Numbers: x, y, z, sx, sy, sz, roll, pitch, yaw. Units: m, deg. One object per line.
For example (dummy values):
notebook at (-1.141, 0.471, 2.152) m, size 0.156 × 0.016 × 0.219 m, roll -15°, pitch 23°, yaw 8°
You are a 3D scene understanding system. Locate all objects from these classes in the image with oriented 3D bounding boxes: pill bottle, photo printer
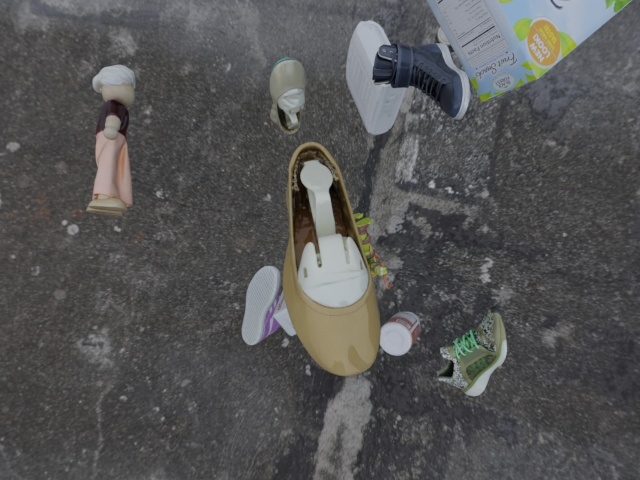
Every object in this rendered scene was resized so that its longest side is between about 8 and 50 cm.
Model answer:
pill bottle at (0.301, 0.335, 1.484) m, size 0.121 × 0.216 × 0.121 m, roll 3°, pitch 96°, yaw 26°
photo printer at (0.177, -0.561, 1.371) m, size 0.107 × 0.256 × 0.307 m, roll -14°, pitch 67°, yaw -11°

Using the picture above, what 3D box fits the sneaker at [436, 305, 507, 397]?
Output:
sneaker at (0.532, 0.403, 1.436) m, size 0.182 × 0.158 × 0.409 m, roll 9°, pitch 119°, yaw -1°

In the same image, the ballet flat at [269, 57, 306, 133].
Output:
ballet flat at (-0.068, -0.309, 0.901) m, size 0.087 × 0.248 × 0.086 m, roll 1°, pitch 82°, yaw -6°

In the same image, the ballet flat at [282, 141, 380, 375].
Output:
ballet flat at (0.000, 0.000, 0.358) m, size 0.080 × 0.073 × 0.232 m, roll -9°, pitch 52°, yaw -7°

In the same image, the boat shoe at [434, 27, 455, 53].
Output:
boat shoe at (0.577, -0.751, 1.443) m, size 0.336 × 0.095 × 0.112 m, roll -9°, pitch 87°, yaw 3°

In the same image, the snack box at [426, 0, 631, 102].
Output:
snack box at (0.169, -0.261, 0.351) m, size 0.175 × 0.070 × 0.207 m, roll -39°, pitch 102°, yaw -16°

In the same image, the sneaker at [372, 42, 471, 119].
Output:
sneaker at (0.189, -0.314, 0.787) m, size 0.164 × 0.086 × 0.226 m, roll -2°, pitch 50°, yaw -8°

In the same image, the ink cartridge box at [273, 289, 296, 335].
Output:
ink cartridge box at (-0.015, 0.151, 1.101) m, size 0.209 × 0.153 × 0.086 m, roll -32°, pitch 108°, yaw 21°

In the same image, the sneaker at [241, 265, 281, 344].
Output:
sneaker at (-0.172, 0.204, 1.359) m, size 0.102 × 0.161 × 0.281 m, roll 28°, pitch 109°, yaw 26°

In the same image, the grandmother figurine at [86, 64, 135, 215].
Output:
grandmother figurine at (-0.472, -0.232, 0.912) m, size 0.208 × 0.104 × 0.341 m, roll -6°, pitch 80°, yaw 47°

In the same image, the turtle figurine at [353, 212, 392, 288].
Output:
turtle figurine at (0.138, 0.028, 1.244) m, size 0.087 × 0.269 × 0.217 m, roll -19°, pitch 111°, yaw 3°
